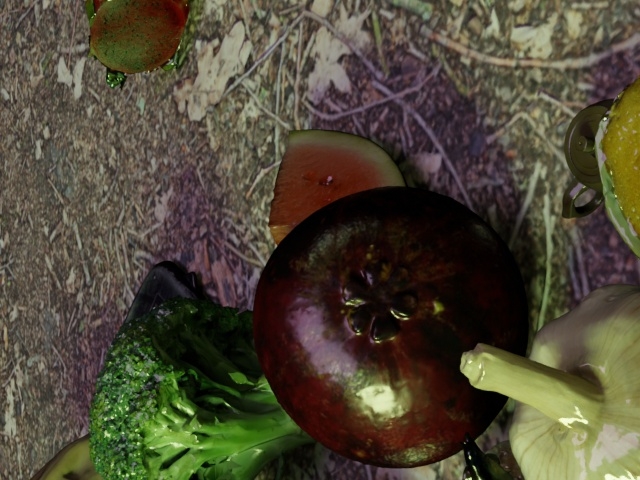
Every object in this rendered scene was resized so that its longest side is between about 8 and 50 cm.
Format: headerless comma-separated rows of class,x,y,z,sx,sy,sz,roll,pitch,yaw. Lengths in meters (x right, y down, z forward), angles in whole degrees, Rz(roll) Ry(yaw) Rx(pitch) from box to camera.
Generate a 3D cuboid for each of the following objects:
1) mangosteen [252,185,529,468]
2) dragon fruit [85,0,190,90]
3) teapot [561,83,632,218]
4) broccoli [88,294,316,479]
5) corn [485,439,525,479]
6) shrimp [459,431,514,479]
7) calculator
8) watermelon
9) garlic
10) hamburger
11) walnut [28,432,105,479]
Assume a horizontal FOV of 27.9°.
mangosteen,0.066,0.081,1.103,0.261,0.235,0.235,64,-169,-70
dragon fruit,-0.209,-0.279,1.543,0.142,0.138,0.175,-10,58,30
teapot,0.218,-0.066,0.985,0.076,0.068,0.121,54,129,39
broccoli,-0.114,0.177,1.292,0.269,0.242,0.261,65,-155,-68
corn,0.136,0.259,1.074,0.087,0.087,0.211,38,120,47
shrimp,0.187,0.265,0.946,0.198,0.051,0.262,16,131,61
calculator,-0.195,0.153,1.565,0.177,0.040,0.268,41,117,43
watermelon,0.018,-0.003,1.242,0.193,0.137,0.145,40,155,46
garlic,0.187,0.102,0.885,0.199,0.226,0.199,-30,48,38
hamburger,0.282,-0.050,0.878,0.177,0.113,0.185,44,131,38
walnut,-0.229,0.333,1.433,0.248,0.248,0.248,-2,87,53
